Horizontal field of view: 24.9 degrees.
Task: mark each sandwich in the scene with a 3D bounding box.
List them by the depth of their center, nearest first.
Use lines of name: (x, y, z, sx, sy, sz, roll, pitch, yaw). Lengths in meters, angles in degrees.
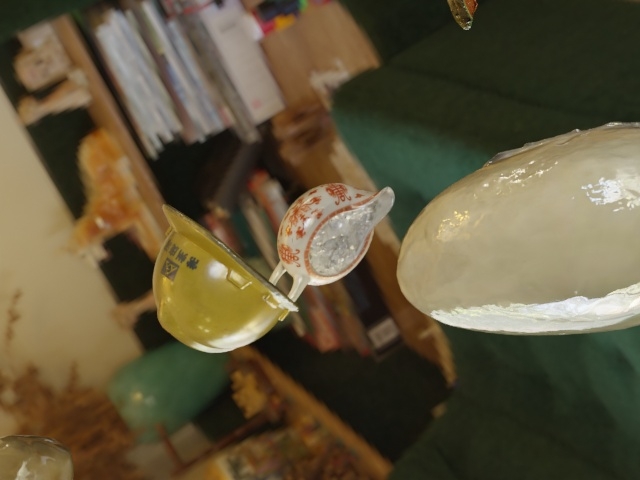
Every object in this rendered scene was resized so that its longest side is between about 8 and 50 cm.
sandwich: (0.184, -0.328, 1.921, 0.069, 0.026, 0.101, -17, -90, -67)

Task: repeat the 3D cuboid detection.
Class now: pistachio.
pistachio: (-0.365, 0.294, 1.606, 0.136, 0.226, 0.136, 44, -156, -26)

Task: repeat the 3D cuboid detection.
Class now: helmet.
helmet: (-0.156, 0.076, 1.974, 0.205, 0.140, 0.257, 31, 174, 38)

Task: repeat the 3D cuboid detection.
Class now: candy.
candy: (0.306, 0.018, 1.804, 0.386, 0.427, 0.186, 53, -150, -59)

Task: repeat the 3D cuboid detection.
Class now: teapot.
teapot: (0.000, 0.000, 2.166, 0.116, 0.245, 0.159, 35, -179, 31)
